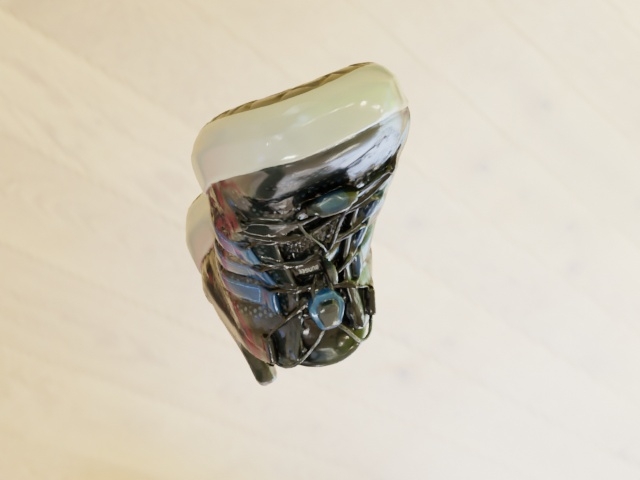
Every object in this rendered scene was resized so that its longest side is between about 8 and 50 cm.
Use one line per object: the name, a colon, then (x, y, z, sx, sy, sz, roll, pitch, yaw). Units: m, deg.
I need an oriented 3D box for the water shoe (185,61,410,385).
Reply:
water shoe: (0.000, 0.000, 0.667, 0.073, 0.080, 0.203, -21, 171, -10)
